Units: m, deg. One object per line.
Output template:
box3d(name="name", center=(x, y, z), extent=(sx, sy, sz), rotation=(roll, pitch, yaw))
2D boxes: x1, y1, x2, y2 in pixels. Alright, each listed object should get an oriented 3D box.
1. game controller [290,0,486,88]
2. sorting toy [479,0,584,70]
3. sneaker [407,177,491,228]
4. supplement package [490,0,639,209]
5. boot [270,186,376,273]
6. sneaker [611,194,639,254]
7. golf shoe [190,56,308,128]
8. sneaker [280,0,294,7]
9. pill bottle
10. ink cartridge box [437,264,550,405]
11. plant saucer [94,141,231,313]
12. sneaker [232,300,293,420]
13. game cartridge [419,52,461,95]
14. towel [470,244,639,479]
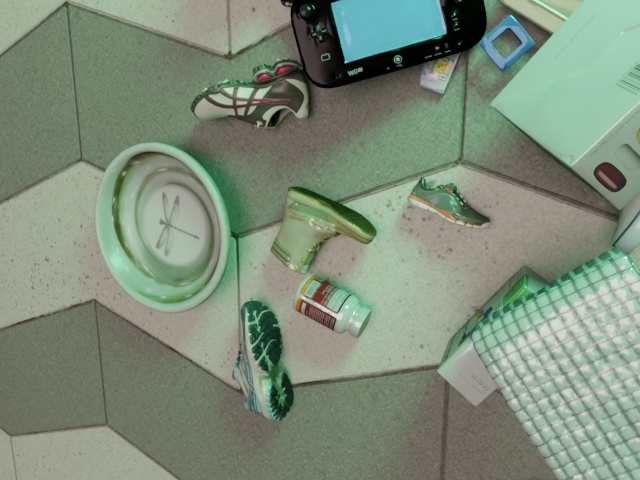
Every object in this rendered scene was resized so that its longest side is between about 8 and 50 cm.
box3d(name="game controller", center=(0.114, -0.373, 0.771), extent=(0.319, 0.067, 0.166), rotation=(-15, 91, 5))
box3d(name="sorting toy", center=(0.405, -0.407, 0.694), extent=(0.196, 0.047, 0.347), rotation=(38, 114, 8))
box3d(name="sneaker", center=(0.238, -0.070, 0.827), extent=(0.158, 0.061, 0.064), rotation=(25, 103, 18))
box3d(name="supplement package", center=(0.416, -0.216, 0.616), extent=(0.262, 0.145, 0.204), rotation=(-50, 35, 24))
box3d(name="boot", center=(0.000, 0.000, 0.939), extent=(0.213, 0.077, 0.165), rotation=(29, 110, 23))
box3d(name="sneaker", center=(0.491, -0.108, 0.694), extent=(0.091, 0.094, 0.258), rotation=(24, 100, 29))
box3d(name="golf shoe", center=(-0.152, -0.281, 0.945), extent=(0.273, 0.105, 0.120), rotation=(-10, 102, 27))
box3d(name="sneaker", center=(-0.019, -0.439, 0.871), extent=(0.121, 0.079, 0.216), rotation=(-1, 91, 28))
box3d(name="pill bottle", center=(0.025, 0.140, 0.948), extent=(0.152, 0.086, 0.086), rotation=(26, 109, 19))
box3d(name="ink cartridge box", center=(0.312, 0.160, 0.781), extent=(0.093, 0.154, 0.212), rotation=(40, 114, 13))
box3d(name="plant saucer", center=(-0.362, -0.030, 1.087), extent=(0.401, 0.100, 0.400), rotation=(5, 102, 25))
box3d(name="sneaker", center=(-0.159, 0.279, 1.049), extent=(0.122, 0.110, 0.282), rotation=(-6, 97, 29))
box3d(name="game cartridge", center=(0.213, -0.310, 0.817), extent=(0.056, 0.017, 0.083), rotation=(27, 110, 22))
box3d(name="towel", center=(0.378, 0.184, 0.604), extent=(0.235, 0.121, 0.283), rotation=(-36, 81, 24))
